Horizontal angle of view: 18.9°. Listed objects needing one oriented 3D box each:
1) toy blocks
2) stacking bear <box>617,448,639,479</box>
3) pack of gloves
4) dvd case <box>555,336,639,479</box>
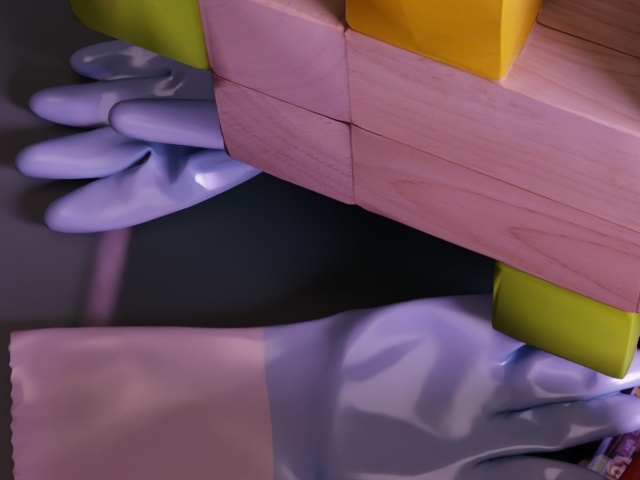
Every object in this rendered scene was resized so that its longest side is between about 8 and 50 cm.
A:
[{"bbox_3d":[0.151,-0.102,0.602,0.381,0.191,0.261,22,63,15],"label":"toy blocks"},{"bbox_3d":[0.181,0.200,0.541,0.289,0.175,0.164,34,93,4],"label":"stacking bear"},{"bbox_3d":[0.000,0.000,0.666,0.232,0.046,0.195,-6,66,6],"label":"pack of gloves"},{"bbox_3d":[0.229,0.078,0.650,0.253,0.022,0.180,30,75,12],"label":"dvd case"}]
